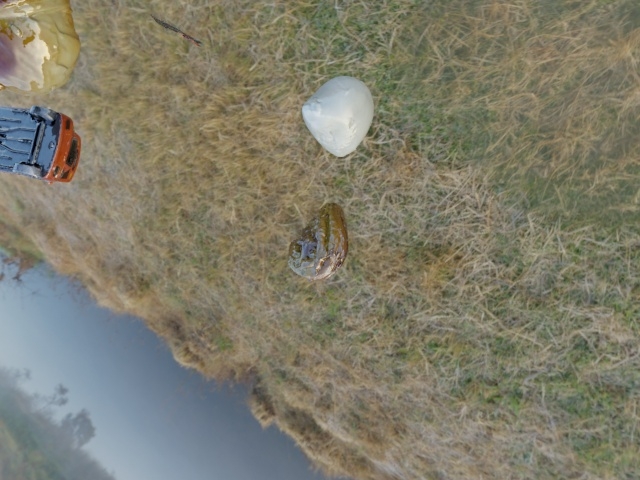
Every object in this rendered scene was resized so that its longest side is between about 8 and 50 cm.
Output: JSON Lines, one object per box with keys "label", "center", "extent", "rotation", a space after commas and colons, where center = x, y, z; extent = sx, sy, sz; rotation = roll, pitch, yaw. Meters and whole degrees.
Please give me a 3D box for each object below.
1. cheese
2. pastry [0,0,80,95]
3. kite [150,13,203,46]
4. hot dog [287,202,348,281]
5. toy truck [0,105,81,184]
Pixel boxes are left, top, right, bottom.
{"label": "cheese", "center": [0.059, -0.348, 1.138], "extent": [0.155, 0.188, 0.198], "rotation": [14, 158, 38]}
{"label": "pastry", "center": [-0.820, -0.575, 1.066], "extent": [0.410, 0.245, 0.409], "rotation": [15, 121, 26]}
{"label": "kite", "center": [-0.403, -0.577, 1.148], "extent": [0.189, 0.232, 0.009], "rotation": [34, 109, 10]}
{"label": "hot dog", "center": [0.004, 0.000, 0.935], "extent": [0.099, 0.227, 0.160], "rotation": [40, 104, -9]}
{"label": "toy truck", "center": [-0.492, -0.155, 0.685], "extent": [0.253, 0.114, 0.107], "rotation": [10, 85, 17]}
